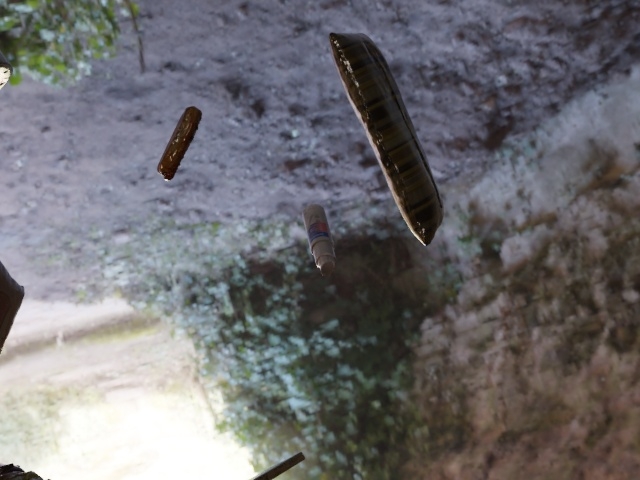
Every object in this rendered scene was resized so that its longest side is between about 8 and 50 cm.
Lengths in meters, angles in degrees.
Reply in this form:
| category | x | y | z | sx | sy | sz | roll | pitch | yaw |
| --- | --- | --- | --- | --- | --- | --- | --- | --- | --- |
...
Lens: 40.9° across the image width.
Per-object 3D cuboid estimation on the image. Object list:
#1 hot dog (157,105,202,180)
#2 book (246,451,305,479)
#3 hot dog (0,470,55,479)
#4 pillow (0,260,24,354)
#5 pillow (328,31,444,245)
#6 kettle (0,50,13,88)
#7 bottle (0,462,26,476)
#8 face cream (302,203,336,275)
| category | x | y | z | sx | sy | sz | roll | pitch | yaw |
| --- | --- | --- | --- | --- | --- | --- | --- | --- | --- |
| hot dog | -0.251 | -0.174 | 1.537 | 0.038 | 0.144 | 0.062 | 26 | 170 | -16 |
| book | -0.184 | 0.490 | 1.621 | 0.216 | 0.021 | 0.310 | -33 | 169 | 26 |
| hot dog | -0.294 | 0.271 | 0.761 | 0.261 | 0.123 | 0.093 | -12 | 151 | 31 |
| pillow | -0.482 | 0.114 | 1.139 | 0.084 | 0.236 | 0.223 | 13 | 151 | 14 |
| pillow | 0.066 | -0.098 | 0.789 | 0.038 | 0.204 | 0.113 | -24 | -174 | 19 |
| kettle | -0.336 | -0.175 | 0.707 | 0.098 | 0.148 | 0.127 | -35 | -177 | -9 |
| bottle | -0.362 | 0.275 | 0.973 | 0.063 | 0.047 | 0.101 | 13 | 161 | -33 |
| face cream | 0.000 | 0.000 | 1.179 | 0.034 | 0.130 | 0.034 | -6 | 128 | -7 |
